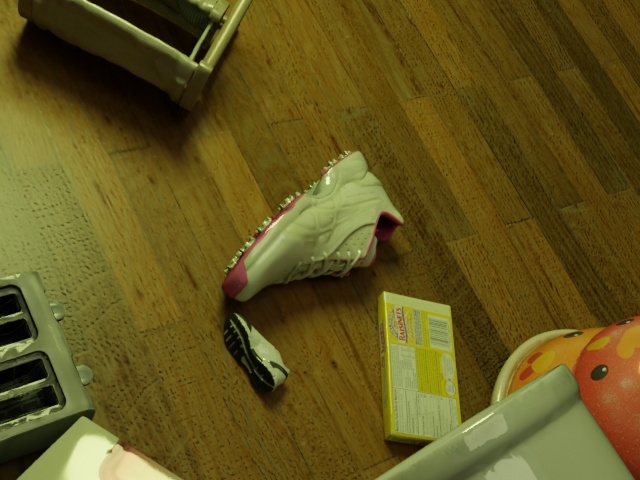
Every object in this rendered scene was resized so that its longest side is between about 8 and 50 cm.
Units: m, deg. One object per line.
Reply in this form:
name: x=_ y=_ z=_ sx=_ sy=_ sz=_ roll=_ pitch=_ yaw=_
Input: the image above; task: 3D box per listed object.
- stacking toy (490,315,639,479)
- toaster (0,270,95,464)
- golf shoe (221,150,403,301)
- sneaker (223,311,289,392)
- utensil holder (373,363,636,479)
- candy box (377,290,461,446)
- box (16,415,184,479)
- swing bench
stacking toy: x=0.459 y=0.181 z=1.194 sx=0.350 sy=0.480 sz=0.351 roll=14 pitch=54 yaw=-20
toaster: x=-0.337 y=0.136 z=1.021 sx=0.185 sy=0.110 sz=0.168 roll=-17 pitch=71 yaw=-31
golf shoe: x=0.000 y=0.000 z=1.309 sx=0.140 sy=0.115 sz=0.306 roll=47 pitch=51 yaw=2
sneaker: x=-0.079 y=0.134 z=1.231 sx=0.043 sy=0.040 sz=0.109 roll=-18 pitch=73 yaw=-53
utensil holder: x=0.221 y=0.377 z=1.047 sx=0.327 sy=0.327 sz=0.386 roll=-22 pitch=75 yaw=-37
candy box: x=0.129 y=0.169 z=1.320 sx=0.105 sy=0.027 sz=0.206 roll=12 pitch=55 yaw=-18
box: x=-0.174 y=0.301 z=0.949 sx=0.232 sy=0.149 sz=0.127 roll=28 pitch=46 yaw=17
swing bench: x=-0.238 y=-0.321 z=1.360 sx=0.253 sy=0.165 sz=0.255 roll=30 pitch=56 yaw=-9
